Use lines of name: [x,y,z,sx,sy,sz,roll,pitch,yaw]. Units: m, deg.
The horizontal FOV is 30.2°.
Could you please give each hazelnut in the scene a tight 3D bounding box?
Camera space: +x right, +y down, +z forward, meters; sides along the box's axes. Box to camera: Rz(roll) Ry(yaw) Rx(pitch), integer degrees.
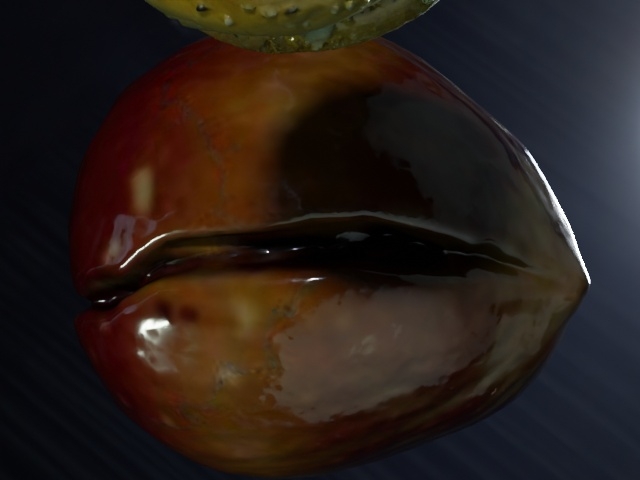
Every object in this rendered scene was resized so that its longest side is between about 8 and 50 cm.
hazelnut: [0.000,0.000,0.982,0.402,0.402,0.429,-52,-30,2]

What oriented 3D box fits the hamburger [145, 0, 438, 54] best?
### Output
hamburger: [-0.005,-0.156,0.440,0.177,0.185,0.113,-60,-8,-3]
